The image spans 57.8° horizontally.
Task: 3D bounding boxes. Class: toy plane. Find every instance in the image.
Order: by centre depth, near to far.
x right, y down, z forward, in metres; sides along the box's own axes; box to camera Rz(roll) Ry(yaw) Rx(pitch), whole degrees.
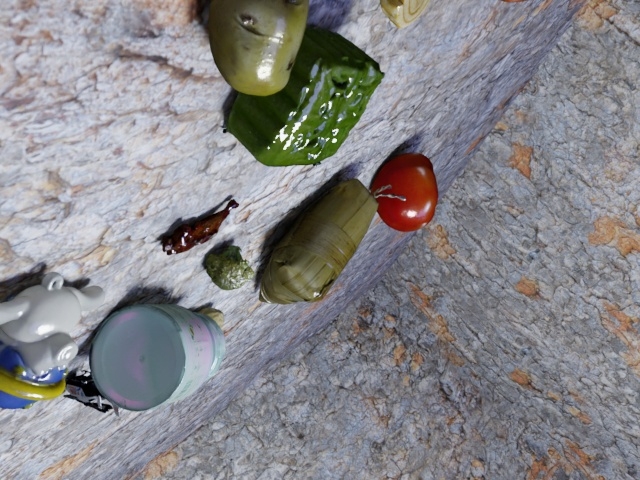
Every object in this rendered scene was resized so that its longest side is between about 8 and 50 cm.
[{"bbox_3d":[-0.551,0.366,1.398,0.053,0.197,0.078,-21,115,-59],"label":"toy plane"}]

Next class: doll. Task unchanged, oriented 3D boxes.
[{"bbox_3d":[-0.501,0.179,0.985,0.242,0.159,0.311,-43,162,-4],"label":"doll"}]

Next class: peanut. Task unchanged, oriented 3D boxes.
[{"bbox_3d":[-0.362,0.253,1.719,0.098,0.090,0.214,-62,164,19],"label":"peanut"}]

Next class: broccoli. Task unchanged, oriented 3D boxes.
[{"bbox_3d":[-0.240,0.072,1.532,0.130,0.131,0.120,91,4,-66],"label":"broccoli"}]

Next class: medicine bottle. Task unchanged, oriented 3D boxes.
[{"bbox_3d":[-0.381,0.276,1.433,0.245,0.245,0.290,-47,168,5],"label":"medicine bottle"}]

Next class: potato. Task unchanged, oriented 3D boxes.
[{"bbox_3d":[-0.089,-0.306,0.847,0.154,0.137,0.200,-35,161,-39],"label":"potato"}]

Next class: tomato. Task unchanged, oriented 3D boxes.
[{"bbox_3d":[0.303,-0.173,2.126,0.226,0.299,0.298,0,152,-10],"label":"tomato"}]

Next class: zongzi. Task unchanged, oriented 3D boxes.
[{"bbox_3d":[-0.017,-0.015,1.922,0.500,0.218,0.467,-53,-165,-21],"label":"zongzi"}]

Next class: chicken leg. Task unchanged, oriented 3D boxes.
[{"bbox_3d":[-0.268,-0.024,1.301,0.219,0.048,0.089,-32,163,-43],"label":"chicken leg"}]

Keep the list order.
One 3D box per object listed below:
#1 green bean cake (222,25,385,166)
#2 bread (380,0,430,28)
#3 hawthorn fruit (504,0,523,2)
[{"bbox_3d":[-0.027,-0.266,1.099,0.247,0.156,0.250,-55,163,28],"label":"green bean cake"},{"bbox_3d":[0.180,-0.505,1.185,0.122,0.073,0.149,-43,165,-3],"label":"bread"},{"bbox_3d":[0.489,-0.669,1.422,0.199,0.199,0.251,-37,-173,-30],"label":"hawthorn fruit"}]
